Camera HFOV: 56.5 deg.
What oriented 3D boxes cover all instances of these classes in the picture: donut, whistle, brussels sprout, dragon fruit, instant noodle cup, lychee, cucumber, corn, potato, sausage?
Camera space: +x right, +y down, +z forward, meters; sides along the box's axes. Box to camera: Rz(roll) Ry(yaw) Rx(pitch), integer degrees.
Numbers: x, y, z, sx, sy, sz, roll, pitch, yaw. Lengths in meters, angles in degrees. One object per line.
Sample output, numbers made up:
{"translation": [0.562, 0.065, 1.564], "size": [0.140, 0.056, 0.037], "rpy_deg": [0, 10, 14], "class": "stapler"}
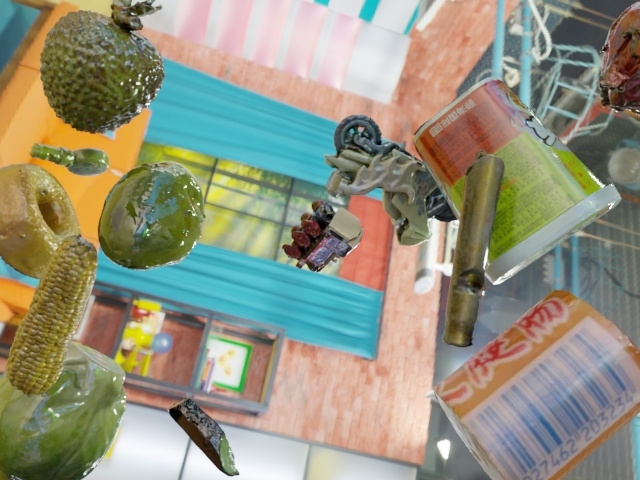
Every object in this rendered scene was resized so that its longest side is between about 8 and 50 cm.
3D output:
{"translation": [-0.644, -0.054, 1.347], "size": [0.277, 0.108, 0.278], "rpy_deg": [-24, 90, -87], "class": "donut"}
{"translation": [-0.612, -0.205, 1.460], "size": [0.104, 0.198, 0.057], "rpy_deg": [-19, -108, 32], "class": "whistle"}
{"translation": [-0.582, 0.385, 1.313], "size": [0.355, 0.289, 0.281], "rpy_deg": [-51, -133, 4], "class": "brussels sprout"}
{"translation": [0.680, -0.369, 1.172], "size": [0.298, 0.244, 0.244], "rpy_deg": [-35, -175, -7], "class": "dragon fruit"}
{"translation": [0.343, -0.116, 1.111], "size": [0.308, 0.293, 0.294], "rpy_deg": [57, -27, 15], "class": "instant noodle cup"}
{"translation": [-0.485, -0.390, 1.333], "size": [0.320, 0.269, 0.270], "rpy_deg": [-47, -154, 45], "class": "lychee"}
{"translation": [-0.245, 0.408, 1.260], "size": [0.046, 0.220, 0.071], "rpy_deg": [-20, 143, -55], "class": "cucumber"}
{"translation": [0.247, 0.016, 0.978], "size": [0.068, 0.057, 0.327], "rpy_deg": [-115, -152, -74], "class": "whistle"}
{"translation": [-0.479, 0.131, 1.078], "size": [0.313, 0.101, 0.102], "rpy_deg": [-64, -170, 7], "class": "corn"}
{"translation": [-0.311, -0.045, 1.117], "size": [0.148, 0.186, 0.253], "rpy_deg": [-38, -164, 41], "class": "potato"}
{"translation": [0.358, 0.256, 0.978], "size": [0.287, 0.233, 0.233], "rpy_deg": [-39, -173, -5], "class": "sausage"}

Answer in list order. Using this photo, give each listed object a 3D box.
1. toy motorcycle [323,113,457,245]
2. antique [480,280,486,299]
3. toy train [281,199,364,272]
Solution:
{"translation": [0.187, -0.144, 1.559], "size": [0.237, 0.410, 0.169], "rpy_deg": [-56, -173, 6], "class": "toy motorcycle"}
{"translation": [0.479, 0.150, 1.891], "size": [0.104, 0.104, 0.104], "rpy_deg": [-165, -90, -82], "class": "antique"}
{"translation": [0.000, 0.000, 0.870], "size": [0.138, 0.087, 0.050], "rpy_deg": [-48, -171, 51], "class": "toy train"}
